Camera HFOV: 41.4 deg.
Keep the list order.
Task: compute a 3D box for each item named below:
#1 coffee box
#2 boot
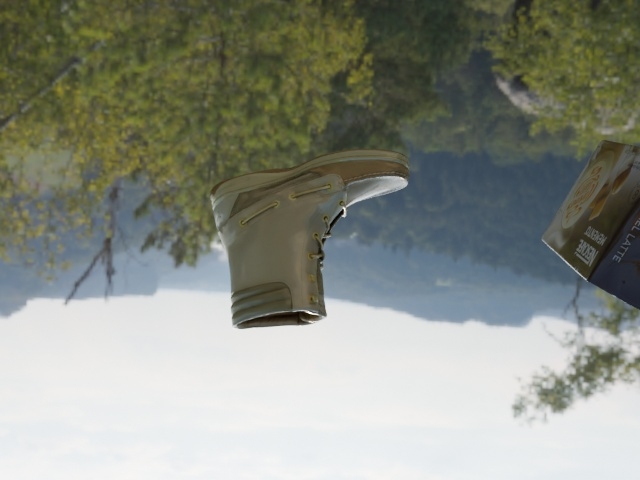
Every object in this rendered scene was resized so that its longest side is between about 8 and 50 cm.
[{"bbox_3d":[0.325,-0.018,0.876,0.098,0.141,0.246,28,-169,0],"label":"coffee box"},{"bbox_3d":[0.000,0.000,1.066,0.262,0.203,0.095,-12,157,2],"label":"boot"}]
